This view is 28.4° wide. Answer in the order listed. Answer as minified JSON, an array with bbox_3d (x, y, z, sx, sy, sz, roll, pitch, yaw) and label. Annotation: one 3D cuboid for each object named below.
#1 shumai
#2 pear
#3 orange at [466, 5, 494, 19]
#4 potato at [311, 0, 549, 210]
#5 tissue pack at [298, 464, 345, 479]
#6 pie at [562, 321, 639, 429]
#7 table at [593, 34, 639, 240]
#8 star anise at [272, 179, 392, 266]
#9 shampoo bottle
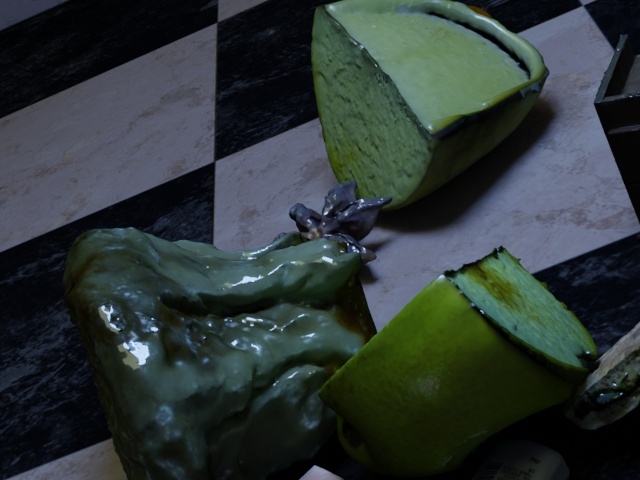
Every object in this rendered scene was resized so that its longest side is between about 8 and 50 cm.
[{"bbox_3d":[-0.094,0.125,1.403,0.324,0.324,0.397,-17,33,-10],"label":"shumai"},{"bbox_3d":[0.125,0.142,1.260,0.292,0.159,0.292,-37,-8,-6],"label":"pear"},{"bbox_3d":[0.211,-0.293,1.979,0.156,0.124,0.156,-37,23,18],"label":"orange"},{"bbox_3d":[0.159,-0.191,1.812,0.280,0.212,0.330,-14,49,-29],"label":"potato"},{"bbox_3d":[-0.008,0.284,1.297,0.094,0.058,0.074,-41,30,-25],"label":"tissue pack"},{"bbox_3d":[0.332,0.098,1.245,0.218,0.052,0.185,-45,-2,36],"label":"pie"},{"bbox_3d":[0.434,-0.129,1.457,0.169,0.193,0.172,-6,35,32],"label":"table"},{"bbox_3d":[0.011,-0.012,1.715,0.171,0.063,0.208,-53,34,-3],"label":"star anise"},{"bbox_3d":[0.145,0.283,1.175,0.086,0.056,0.227,-3,36,47],"label":"shampoo bottle"}]
